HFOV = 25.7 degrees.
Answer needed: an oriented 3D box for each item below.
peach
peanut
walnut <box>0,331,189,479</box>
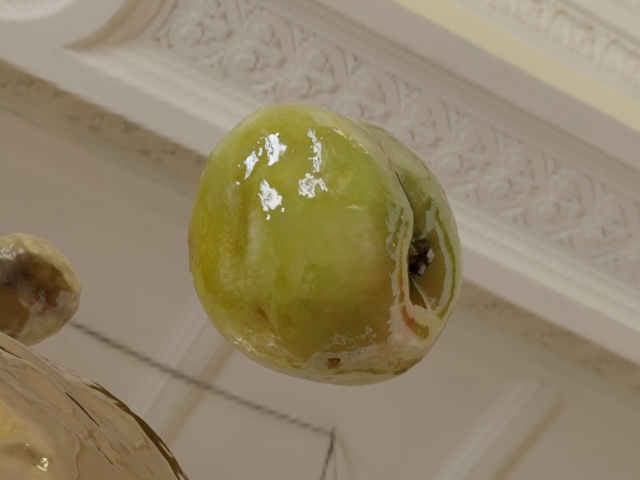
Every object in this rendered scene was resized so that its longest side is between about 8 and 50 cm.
[{"bbox_3d":[0.004,0.006,1.558,0.281,0.315,0.314,-4,-92,-42],"label":"peach"},{"bbox_3d":[-0.356,0.062,1.643,0.159,0.109,0.140,-29,-63,25],"label":"peanut"},{"bbox_3d":[-0.235,0.201,0.652,0.398,0.354,0.308,13,-12,11],"label":"walnut"}]
